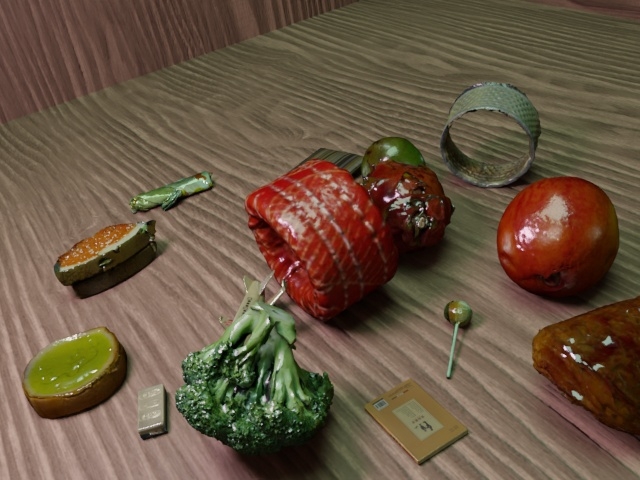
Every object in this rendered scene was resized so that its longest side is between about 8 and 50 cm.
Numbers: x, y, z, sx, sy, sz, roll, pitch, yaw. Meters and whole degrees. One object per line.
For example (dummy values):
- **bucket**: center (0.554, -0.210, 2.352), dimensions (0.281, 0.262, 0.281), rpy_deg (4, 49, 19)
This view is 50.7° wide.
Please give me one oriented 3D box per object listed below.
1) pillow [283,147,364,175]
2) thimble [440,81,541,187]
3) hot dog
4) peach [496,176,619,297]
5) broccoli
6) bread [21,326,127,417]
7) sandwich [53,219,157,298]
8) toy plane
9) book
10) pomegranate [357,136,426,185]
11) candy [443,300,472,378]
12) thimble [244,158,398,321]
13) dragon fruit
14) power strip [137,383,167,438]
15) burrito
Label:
- **pillow**: center (0.015, -0.223, 2.126), dimensions (0.212, 0.052, 0.208), rpy_deg (17, 45, 39)
- **thimble**: center (0.476, -0.295, 1.905), dimensions (0.271, 0.270, 0.150), rpy_deg (4, 38, 21)
- **hot dog**: center (0.571, 0.208, 1.219), dimensions (0.388, 0.174, 0.267), rpy_deg (-13, 35, -19)
- **peach**: center (0.526, -0.002, 1.489), dimensions (0.281, 0.238, 0.281), rpy_deg (7, 64, -15)
- **broccoli**: center (-0.111, 0.262, 1.239), dimensions (0.308, 0.275, 0.308), rpy_deg (20, 13, -5)
- **bread**: center (-0.547, 0.290, 1.510), dimensions (0.236, 0.070, 0.236), rpy_deg (-9, 33, 6)
- **sandwich**: center (-0.602, 0.050, 1.859), dimensions (0.212, 0.109, 0.292), rpy_deg (4, 33, 33)
- **toy plane**: center (-0.160, 0.179, 1.521), dimensions (0.229, 0.092, 0.244), rpy_deg (-31, 37, 36)
- **book**: center (0.178, 0.337, 1.277), dimensions (0.118, 0.012, 0.172), rpy_deg (-25, 36, -21)
- **pomegranate**: center (0.185, -0.212, 1.967), dimensions (0.241, 0.159, 0.190), rpy_deg (-21, 34, -6)
- **candy**: center (0.280, 0.207, 1.419), dimensions (0.061, 0.061, 0.202), rpy_deg (2, 44, 20)
- **thimble**: center (0.000, 0.000, 1.553), dimensions (0.231, 0.350, 0.350), rpy_deg (-31, 38, -19)
- **dragon fruit**: center (0.204, -0.087, 1.718), dimensions (0.250, 0.250, 0.315), rpy_deg (-23, 50, -18)
- **power strip**: center (-0.347, 0.352, 1.392), dimensions (0.056, 0.032, 0.123), rpy_deg (-15, 34, -4)
- **burrito**: center (-0.469, -0.149, 2.162), dimensions (0.288, 0.054, 0.104), rpy_deg (-21, 36, -17)
